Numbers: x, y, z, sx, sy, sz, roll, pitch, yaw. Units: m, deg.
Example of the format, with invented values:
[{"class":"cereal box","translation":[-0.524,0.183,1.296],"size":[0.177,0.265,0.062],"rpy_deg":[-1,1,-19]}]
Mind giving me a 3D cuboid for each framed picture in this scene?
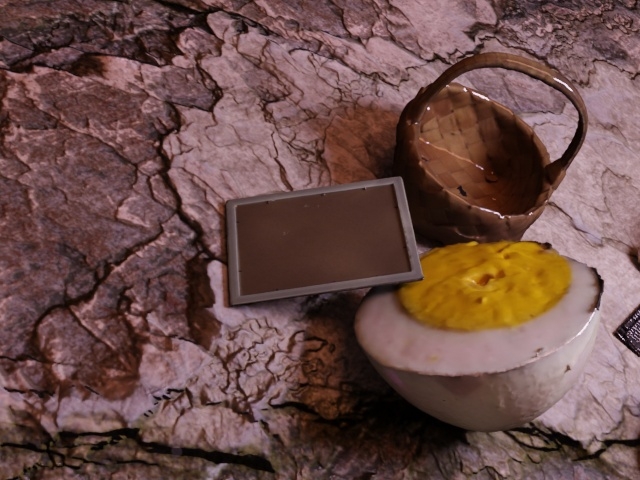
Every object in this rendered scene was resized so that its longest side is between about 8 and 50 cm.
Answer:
[{"class":"framed picture","translation":[0.000,0.000,1.531],"size":[0.274,0.017,0.217],"rpy_deg":[-7,46,2]}]

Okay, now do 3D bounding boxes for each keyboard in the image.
[{"class":"keyboard","translation":[0.568,0.137,1.843],"size":[0.060,0.018,0.195],"rpy_deg":[44,41,12]}]

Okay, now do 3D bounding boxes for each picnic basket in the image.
[{"class":"picnic basket","translation":[0.278,-0.171,1.751],"size":[0.293,0.337,0.337],"rpy_deg":[23,40,-10]}]

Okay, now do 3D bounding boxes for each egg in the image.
[{"class":"egg","translation":[0.228,0.152,1.455],"size":[0.337,0.201,0.337],"rpy_deg":[-14,28,8]}]

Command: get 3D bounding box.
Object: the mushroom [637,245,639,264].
[{"class":"mushroom","translation":[0.624,0.029,1.953],"size":[0.084,0.083,0.067],"rpy_deg":[-80,148,-49]}]
